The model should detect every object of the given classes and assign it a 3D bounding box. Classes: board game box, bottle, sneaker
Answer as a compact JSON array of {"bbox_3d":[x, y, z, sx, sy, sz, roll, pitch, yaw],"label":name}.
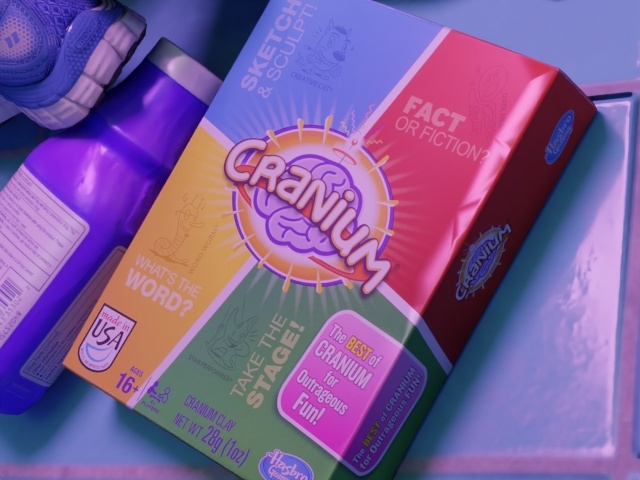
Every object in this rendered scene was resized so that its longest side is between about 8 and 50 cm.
[{"bbox_3d":[0.000,0.000,1.147,0.242,0.064,0.316,25,84,37],"label":"board game box"},{"bbox_3d":[-0.172,-0.015,1.245,0.283,0.092,0.118,-53,50,1],"label":"bottle"},{"bbox_3d":[-0.261,-0.163,1.292,0.330,0.147,0.129,-3,51,55],"label":"sneaker"}]
